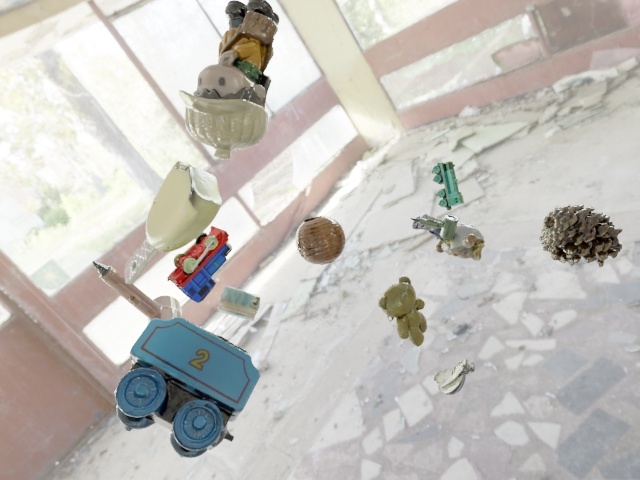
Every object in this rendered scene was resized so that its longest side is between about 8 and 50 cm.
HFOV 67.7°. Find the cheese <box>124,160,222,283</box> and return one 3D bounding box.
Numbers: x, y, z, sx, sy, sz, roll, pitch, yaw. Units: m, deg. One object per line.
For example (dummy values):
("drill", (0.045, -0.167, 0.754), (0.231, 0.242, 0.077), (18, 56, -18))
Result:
("cheese", (-0.239, -0.018, 0.722), (0.255, 0.050, 0.127), (-41, 51, 31))

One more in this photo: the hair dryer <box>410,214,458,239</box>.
("hair dryer", (0.368, -0.053, 1.560), (0.150, 0.071, 0.047), (12, 27, 6))

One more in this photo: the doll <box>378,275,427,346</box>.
("doll", (0.229, 0.200, 1.312), (0.097, 0.209, 0.137), (3, 42, 48))

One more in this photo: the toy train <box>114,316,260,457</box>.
("toy train", (-0.306, 0.340, 1.111), (0.265, 0.300, 0.188), (-62, 1, -36))

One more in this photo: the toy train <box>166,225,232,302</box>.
("toy train", (-0.338, 0.065, 1.370), (0.083, 0.131, 0.204), (18, 60, 44))

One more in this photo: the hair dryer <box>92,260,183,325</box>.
("hair dryer", (-0.544, 0.181, 1.409), (0.107, 0.344, 0.189), (-39, 32, 2))

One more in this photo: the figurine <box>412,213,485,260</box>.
("figurine", (0.460, -0.018, 1.717), (0.194, 0.274, 0.133), (99, -170, -70))

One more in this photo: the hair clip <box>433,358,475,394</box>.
("hair clip", (0.445, 0.457, 1.598), (0.172, 0.049, 0.116), (-52, 6, 32))

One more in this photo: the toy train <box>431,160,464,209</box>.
("toy train", (0.231, -0.101, 0.868), (0.045, 0.092, 0.029), (-16, -10, 40))

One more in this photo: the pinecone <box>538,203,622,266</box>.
("pinecone", (0.744, -0.016, 1.371), (0.184, 0.205, 0.179), (-100, 28, -57))

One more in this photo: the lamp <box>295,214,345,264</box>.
("lamp", (0.000, 0.000, 1.255), (0.136, 0.136, 0.136), (-30, 22, 13))

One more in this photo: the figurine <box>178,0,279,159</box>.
("figurine", (-0.173, -0.344, 1.036), (0.185, 0.204, 0.332), (8, 63, 34))

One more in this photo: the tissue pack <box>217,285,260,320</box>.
("tissue pack", (-0.196, 0.154, 1.151), (0.074, 0.094, 0.058), (123, 163, -66))
